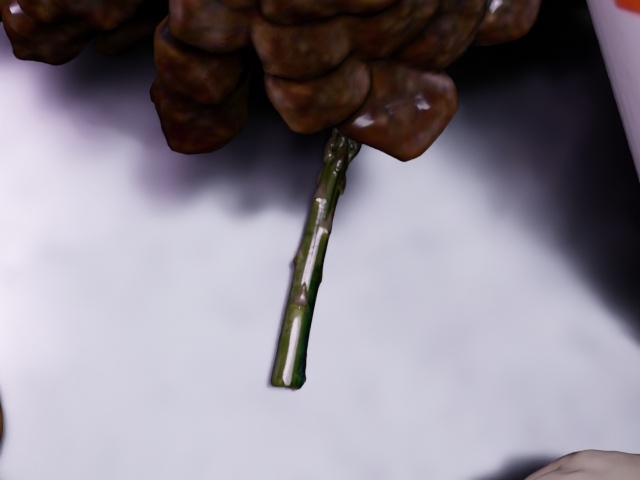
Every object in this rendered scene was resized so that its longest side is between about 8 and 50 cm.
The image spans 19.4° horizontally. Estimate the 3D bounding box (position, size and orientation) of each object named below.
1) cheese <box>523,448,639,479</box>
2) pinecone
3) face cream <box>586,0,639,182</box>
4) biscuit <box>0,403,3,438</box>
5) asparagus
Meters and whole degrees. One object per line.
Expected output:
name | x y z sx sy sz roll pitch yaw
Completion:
cheese | 0.162 0.182 0.663 0.263 0.093 0.159 28 78 -3
pinecone | -0.033 -0.141 0.626 0.202 0.201 0.229 -56 129 -31
face cream | 0.124 -0.113 0.588 0.102 0.102 0.345 -35 132 -11
biscuit | -0.253 0.023 0.649 0.299 0.045 0.154 29 81 -3
asparagus | 0.000 0.000 0.702 0.015 0.014 0.114 21 80 -39
